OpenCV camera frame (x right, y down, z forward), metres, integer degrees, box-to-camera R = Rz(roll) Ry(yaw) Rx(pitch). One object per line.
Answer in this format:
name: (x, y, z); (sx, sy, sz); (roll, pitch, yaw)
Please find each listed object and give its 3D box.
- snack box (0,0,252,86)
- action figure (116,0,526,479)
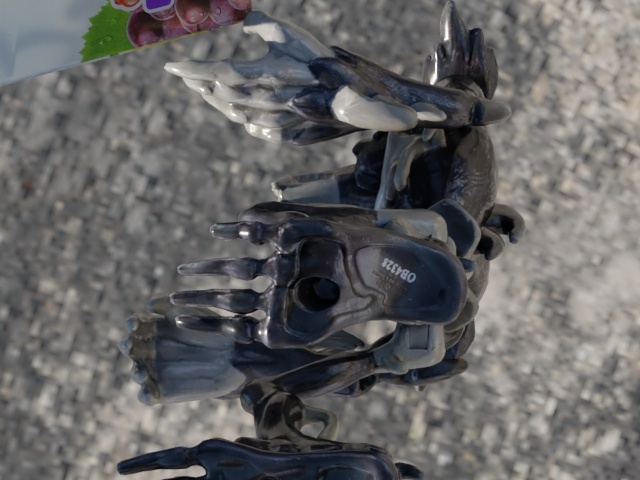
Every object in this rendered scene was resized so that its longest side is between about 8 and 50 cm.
snack box: (-0.134, -0.141, 0.653); (0.070, 0.207, 0.174); (25, 128, 53)
action figure: (0.000, 0.000, 0.673); (0.275, 0.141, 0.164); (-56, -23, -71)
